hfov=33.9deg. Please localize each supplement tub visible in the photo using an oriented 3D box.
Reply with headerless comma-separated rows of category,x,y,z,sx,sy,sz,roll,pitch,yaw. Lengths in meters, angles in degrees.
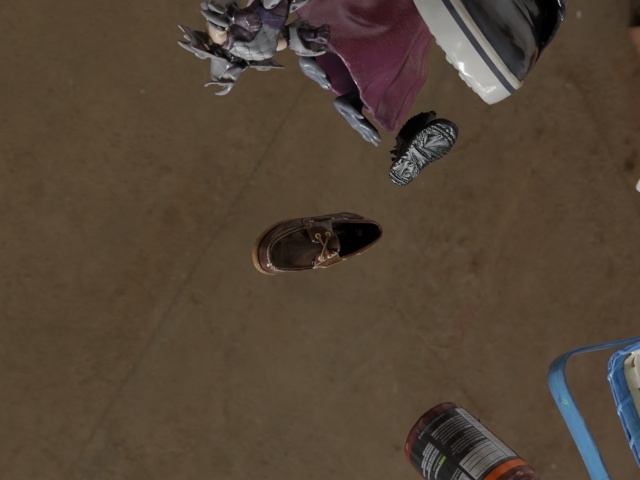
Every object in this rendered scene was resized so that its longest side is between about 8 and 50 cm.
supplement tub,0.202,0.297,1.315,0.106,0.198,0.106,-21,130,-27

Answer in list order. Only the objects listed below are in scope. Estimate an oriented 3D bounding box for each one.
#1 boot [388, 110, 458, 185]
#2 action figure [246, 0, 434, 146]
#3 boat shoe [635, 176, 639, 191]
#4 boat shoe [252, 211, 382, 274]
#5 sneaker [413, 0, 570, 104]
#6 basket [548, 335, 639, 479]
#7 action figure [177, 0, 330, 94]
boot,0.131,-0.131,1.322,0.045,0.121,0.099,35,38,-12
action figure,0.129,-0.318,1.365,0.370,0.275,0.248,-50,170,-3
boat shoe,0.504,-0.122,1.254,0.098,0.277,0.096,-15,66,-54
boat shoe,0.000,0.000,1.429,0.207,0.073,0.073,-20,107,-44
sneaker,0.143,-0.226,0.811,0.126,0.127,0.321,47,26,-24
basket,0.384,0.207,1.065,0.288,0.201,0.255,-10,75,-33
action figure,-0.043,-0.269,1.162,0.285,0.099,0.185,-50,163,26
